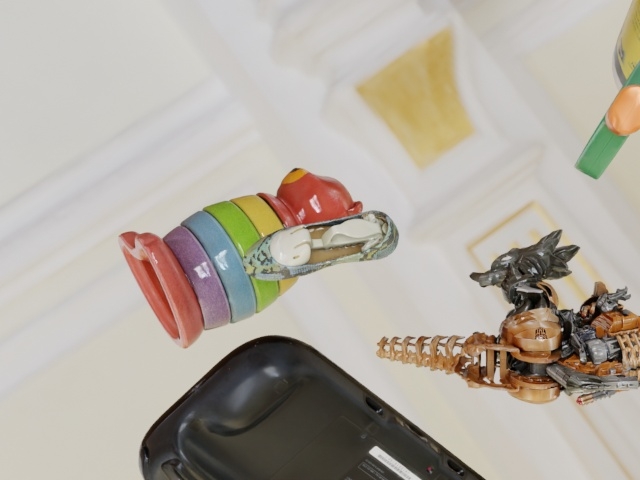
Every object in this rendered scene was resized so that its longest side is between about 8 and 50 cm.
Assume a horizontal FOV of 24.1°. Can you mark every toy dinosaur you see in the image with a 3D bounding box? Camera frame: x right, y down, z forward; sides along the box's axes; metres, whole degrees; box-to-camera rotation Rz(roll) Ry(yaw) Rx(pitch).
[{"bbox_3d":[0.232,0.098,1.553,0.218,0.322,0.164,-89,-162,-69],"label":"toy dinosaur"}]

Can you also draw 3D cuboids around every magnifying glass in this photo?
[{"bbox_3d":[0.194,-0.081,0.960,0.092,0.026,0.231,-59,175,8],"label":"magnifying glass"}]

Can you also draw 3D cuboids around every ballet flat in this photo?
[{"bbox_3d":[0.000,0.000,1.762,0.188,0.070,0.070,-14,169,-7],"label":"ballet flat"}]

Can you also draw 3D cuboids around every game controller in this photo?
[{"bbox_3d":[0.016,0.200,1.165,0.166,0.319,0.067,-47,-151,6],"label":"game controller"}]

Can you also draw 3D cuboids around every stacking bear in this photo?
[{"bbox_3d":[-0.086,0.004,1.920,0.289,0.164,0.175,-28,-170,-17],"label":"stacking bear"}]

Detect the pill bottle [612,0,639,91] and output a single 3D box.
[{"bbox_3d":[0.444,-0.273,1.627,0.188,0.188,0.334,-33,157,-22],"label":"pill bottle"}]
